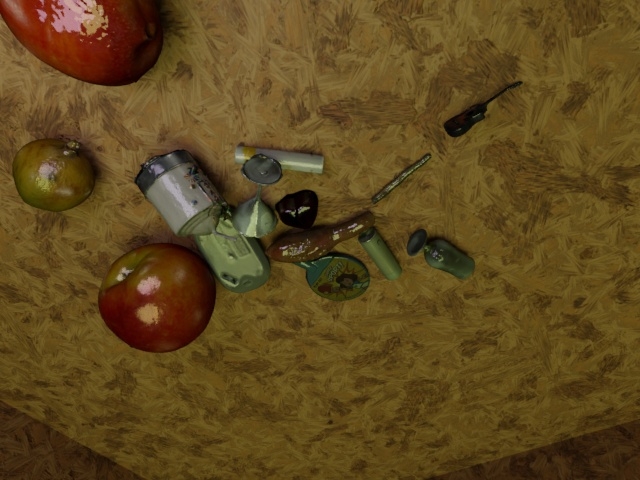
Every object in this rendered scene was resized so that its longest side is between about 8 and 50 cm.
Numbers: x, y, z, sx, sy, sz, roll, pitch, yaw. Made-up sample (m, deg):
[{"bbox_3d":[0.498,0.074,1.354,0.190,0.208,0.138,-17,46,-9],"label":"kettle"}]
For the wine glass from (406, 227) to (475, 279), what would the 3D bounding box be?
[{"bbox_3d":[0.415,0.053,1.456,0.231,0.103,0.103,27,122,-21],"label":"wine glass"}]

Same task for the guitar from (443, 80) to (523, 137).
[{"bbox_3d":[0.452,-0.367,1.178,0.233,0.088,0.025,-33,118,11],"label":"guitar"}]

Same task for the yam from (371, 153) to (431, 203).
[{"bbox_3d":[0.249,-0.194,1.330,0.234,0.029,0.027,-40,143,24],"label":"yam"}]

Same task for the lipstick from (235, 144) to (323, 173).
[{"bbox_3d":[-0.121,-0.243,1.279,0.264,0.059,0.059,6,126,-4],"label":"lipstick"}]

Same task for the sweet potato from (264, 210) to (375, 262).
[{"bbox_3d":[0.000,0.000,1.428,0.385,0.109,0.109,-17,124,4],"label":"sweet potato"}]

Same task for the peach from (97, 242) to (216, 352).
[{"bbox_3d":[-0.532,0.201,1.432,0.388,0.388,0.388,0,126,1],"label":"peach"}]

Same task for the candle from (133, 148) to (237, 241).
[{"bbox_3d":[-0.375,-0.102,1.245,0.187,0.187,0.330,-39,88,25],"label":"candle"}]

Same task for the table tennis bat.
[{"bbox_3d":[0.029,0.121,1.552,0.329,0.044,0.215,26,123,-19],"label":"table tennis bat"}]

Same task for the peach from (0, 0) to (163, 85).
[{"bbox_3d":[-0.526,-0.519,0.945,0.373,0.290,0.372,5,124,8],"label":"peach"}]

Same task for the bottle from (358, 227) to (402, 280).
[{"bbox_3d":[0.209,0.050,1.475,0.072,0.072,0.201,-28,121,19],"label":"bottle"}]

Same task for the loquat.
[{"bbox_3d":[-0.767,-0.203,1.236,0.213,0.213,0.246,37,117,-23],"label":"loquat"}]

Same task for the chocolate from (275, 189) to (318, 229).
[{"bbox_3d":[-0.073,-0.084,1.380,0.149,0.080,0.125,-15,124,9],"label":"chocolate"}]

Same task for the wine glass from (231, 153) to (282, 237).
[{"bbox_3d":[-0.187,-0.133,1.270,0.156,0.156,0.232,11,141,-7],"label":"wine glass"}]

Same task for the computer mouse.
[{"bbox_3d":[-0.300,0.038,1.464,0.197,0.095,0.330,-23,114,3],"label":"computer mouse"}]
